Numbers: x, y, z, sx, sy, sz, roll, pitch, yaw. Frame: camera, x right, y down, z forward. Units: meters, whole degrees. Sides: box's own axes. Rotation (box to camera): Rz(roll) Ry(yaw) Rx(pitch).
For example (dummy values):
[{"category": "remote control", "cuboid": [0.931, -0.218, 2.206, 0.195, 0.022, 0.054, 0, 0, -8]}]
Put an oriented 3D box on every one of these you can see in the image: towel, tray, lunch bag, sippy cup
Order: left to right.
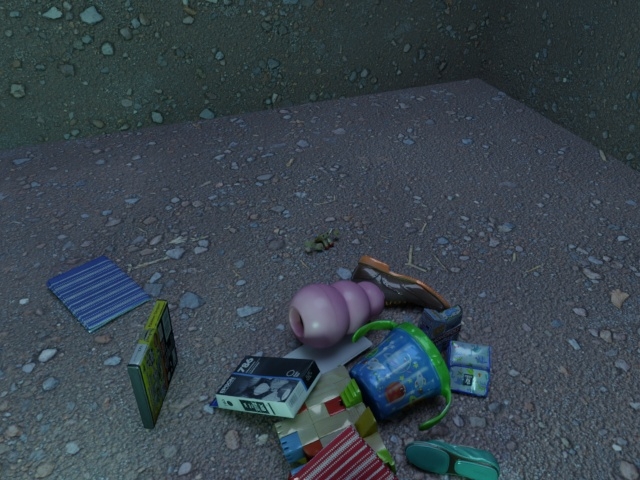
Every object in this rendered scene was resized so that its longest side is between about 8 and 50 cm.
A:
[{"category": "towel", "cuboid": [-0.813, 0.186, 1.931, 0.336, 0.040, 0.243, 32, 46, 32]}, {"category": "tray", "cuboid": [0.024, 0.364, 1.700, 0.270, 0.030, 0.145, -27, 44, -30]}, {"category": "towel", "cuboid": [0.090, 0.599, 1.233, 0.199, 0.031, 0.275, -42, 81, -2]}, {"category": "sippy cup", "cuboid": [0.214, 0.390, 1.530, 0.224, 0.240, 0.305, -28, 22, -18]}, {"category": "lunch bag", "cuboid": [0.448, 0.392, 1.617, 0.129, 0.096, 0.151, 8, 67, 10]}]

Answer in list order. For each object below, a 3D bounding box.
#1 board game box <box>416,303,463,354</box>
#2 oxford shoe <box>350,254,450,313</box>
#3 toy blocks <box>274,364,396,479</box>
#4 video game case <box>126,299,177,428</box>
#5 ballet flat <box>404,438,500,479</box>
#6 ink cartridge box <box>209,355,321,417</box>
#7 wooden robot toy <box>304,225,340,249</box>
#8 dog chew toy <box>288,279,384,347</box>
[{"category": "board game box", "cuboid": [0.373, 0.284, 1.672, 0.194, 0.194, 0.060, -19, 41, -22]}, {"category": "oxford shoe", "cuboid": [0.280, 0.188, 1.891, 0.364, 0.130, 0.132, 25, 76, 19]}, {"category": "toy blocks", "cuboid": [0.003, 0.511, 1.413, 0.261, 0.190, 0.381, -20, 37, -9]}, {"category": "video game case", "cuboid": [-0.472, 0.351, 1.512, 0.035, 0.274, 0.248, 4, 38, 1]}, {"category": "ballet flat", "cuboid": [0.346, 0.574, 1.404, 0.247, 0.083, 0.087, 10, 14, 12]}, {"category": "ink cartridge box", "cuboid": [-0.173, 0.407, 1.505, 0.333, 0.065, 0.165, -8, 28, 36]}, {"category": "wooden robot toy", "cuboid": [0.000, 0.000, 2.167, 0.173, 0.076, 0.079, -30, 11, -33]}, {"category": "dog chew toy", "cuboid": [0.066, 0.220, 1.711, 0.332, 0.206, 0.206, -14, 39, -29]}]
